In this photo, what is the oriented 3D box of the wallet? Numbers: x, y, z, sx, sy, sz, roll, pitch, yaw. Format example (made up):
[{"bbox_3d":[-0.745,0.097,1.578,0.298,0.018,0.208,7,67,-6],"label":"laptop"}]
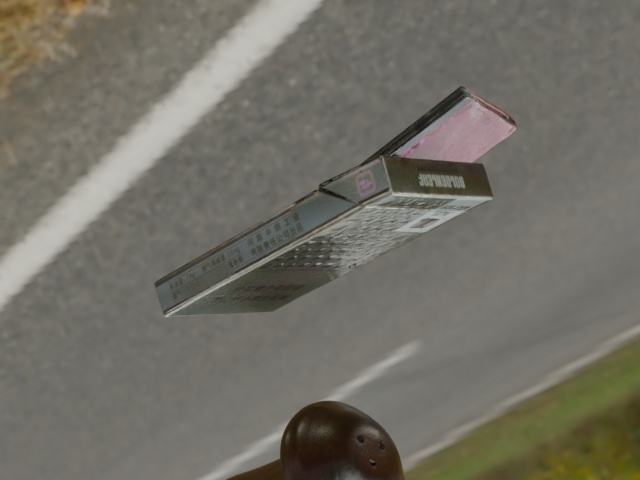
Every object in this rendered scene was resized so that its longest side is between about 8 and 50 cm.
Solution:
[{"bbox_3d":[0.108,-0.086,2.005,0.232,0.025,0.119,-37,147,23],"label":"wallet"}]

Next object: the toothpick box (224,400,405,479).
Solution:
[{"bbox_3d":[-0.024,0.339,2.311,0.294,0.192,0.192,-38,162,36],"label":"toothpick box"}]

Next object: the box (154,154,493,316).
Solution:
[{"bbox_3d":[0.001,0.000,1.797,0.325,0.047,0.180,-29,162,35],"label":"box"}]
